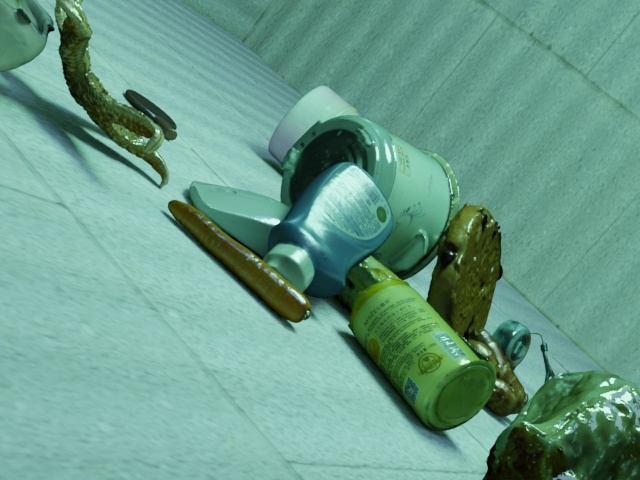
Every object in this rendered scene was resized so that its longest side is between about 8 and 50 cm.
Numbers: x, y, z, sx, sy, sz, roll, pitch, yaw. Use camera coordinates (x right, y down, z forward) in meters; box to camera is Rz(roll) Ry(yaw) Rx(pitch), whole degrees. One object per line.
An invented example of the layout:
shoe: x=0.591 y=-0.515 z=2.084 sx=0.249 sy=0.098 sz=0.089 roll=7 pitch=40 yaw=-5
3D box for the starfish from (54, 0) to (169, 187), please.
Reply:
starfish: x=-0.299 y=-0.223 z=1.595 sx=0.375 sy=0.094 sz=0.327 roll=84 pitch=-19 yaw=-74

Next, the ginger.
ginger: x=0.280 y=0.229 z=1.969 sx=0.162 sy=0.073 sz=0.103 roll=61 pitch=26 yaw=8

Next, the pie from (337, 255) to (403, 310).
pie: x=0.081 y=0.079 z=1.872 sx=0.248 sy=0.090 sz=0.201 roll=42 pitch=3 yaw=20

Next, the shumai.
shumai: x=0.317 y=0.258 z=1.539 sx=0.222 sy=0.225 sz=0.261 roll=36 pitch=26 yaw=-25

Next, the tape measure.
tape measure: x=0.417 y=0.242 z=2.330 sx=0.180 sy=0.104 sz=0.107 roll=46 pitch=8 yaw=35

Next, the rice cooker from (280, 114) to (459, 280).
rice cooker: x=0.091 y=-0.071 z=2.075 sx=0.316 sy=0.264 sz=0.317 roll=39 pitch=18 yaw=-16

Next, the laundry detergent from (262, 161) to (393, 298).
laundry detergent: x=0.000 y=0.000 z=1.697 sx=0.143 sy=0.094 sz=0.290 roll=58 pitch=38 yaw=-10

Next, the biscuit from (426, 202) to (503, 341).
biscuit: x=0.243 y=0.074 z=2.032 sx=0.075 sy=0.296 sz=0.296 roll=10 pitch=-2 yaw=23

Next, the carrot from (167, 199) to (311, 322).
carrot: x=-0.109 y=0.025 z=1.549 sx=0.248 sy=0.043 sz=0.043 roll=40 pitch=10 yaw=11

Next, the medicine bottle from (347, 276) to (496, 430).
medicine bottle: x=0.134 y=0.153 z=1.648 sx=0.124 sy=0.124 sz=0.239 roll=31 pitch=12 yaw=-42

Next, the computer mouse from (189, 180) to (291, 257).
computer mouse: x=-0.095 y=-0.033 z=1.769 sx=0.230 sy=0.079 sz=0.128 roll=32 pitch=10 yaw=-22

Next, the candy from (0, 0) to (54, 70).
candy: x=-0.493 y=-0.372 z=1.452 sx=0.386 sy=0.186 sz=0.427 roll=55 pitch=1 yaw=-15

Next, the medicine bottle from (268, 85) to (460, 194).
medicine bottle: x=0.090 y=-0.136 z=2.498 sx=0.388 sy=0.219 sz=0.219 roll=41 pitch=10 yaw=12

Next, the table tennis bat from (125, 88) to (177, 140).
table tennis bat: x=-0.256 y=-0.256 z=2.037 sx=0.107 sy=0.119 sz=0.170 roll=31 pitch=11 yaw=-38
